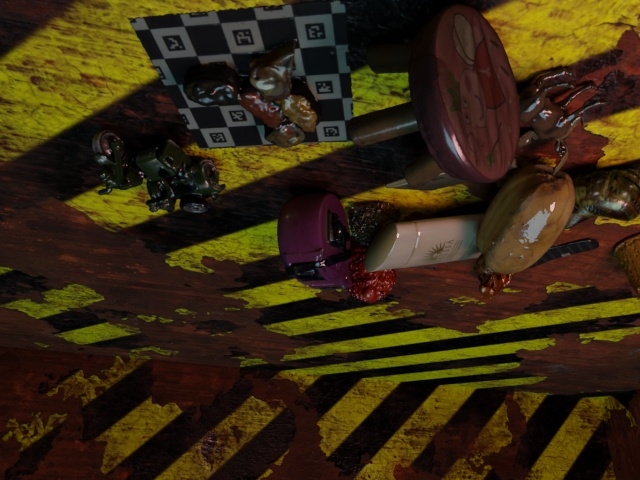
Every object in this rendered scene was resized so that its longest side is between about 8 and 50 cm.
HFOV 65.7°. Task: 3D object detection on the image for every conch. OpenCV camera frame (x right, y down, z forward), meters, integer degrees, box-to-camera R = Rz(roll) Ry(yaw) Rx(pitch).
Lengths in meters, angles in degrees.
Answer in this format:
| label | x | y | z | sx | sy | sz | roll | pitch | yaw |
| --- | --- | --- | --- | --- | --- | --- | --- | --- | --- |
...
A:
| label | x | y | z | sx | sy | sz | roll | pitch | yaw |
| --- | --- | --- | --- | --- | --- | --- | --- | --- | --- |
| conch | 0.629 | -0.098 | 1.126 | 0.182 | 0.124 | 0.187 | -8 | 180 | -3 |

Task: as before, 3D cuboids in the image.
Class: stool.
| label | x | y | z | sx | sy | sz | roll | pitch | yaw |
| --- | --- | --- | --- | --- | --- | --- | --- | --- | --- |
| stool | 0.188 | -0.217 | 0.805 | 0.179 | 0.272 | 0.272 | -5 | 154 | 45 |

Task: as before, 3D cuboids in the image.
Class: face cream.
| label | x | y | z | sx | sy | sz | roll | pitch | yaw |
| --- | --- | --- | --- | --- | --- | --- | --- | --- | --- |
| face cream | 0.292 | 0.003 | 1.275 | 0.349 | 0.081 | 0.173 | -6 | 144 | -18 |

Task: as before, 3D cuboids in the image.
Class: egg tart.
| label | x | y | z | sx | sy | sz | roll | pitch | yaw |
| --- | --- | --- | --- | --- | --- | --- | --- | --- | --- |
| egg tart | 0.944 | 0.074 | 1.385 | 0.203 | 0.147 | 0.202 | 2 | 154 | 1 |

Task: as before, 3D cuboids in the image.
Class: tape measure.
| label | x | y | z | sx | sy | sz | roll | pitch | yaw |
| --- | --- | --- | --- | --- | --- | --- | --- | --- | --- |
| tape measure | 0.000 | 0.000 | 1.238 | 0.149 | 0.231 | 0.245 | -5 | 168 | 23 |

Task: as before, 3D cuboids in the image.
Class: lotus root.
| label | x | y | z | sx | sy | sz | roll | pitch | yaw |
| --- | --- | --- | --- | --- | --- | --- | --- | --- | --- |
| lotus root | 0.457 | -0.027 | 1.146 | 0.152 | 0.169 | 0.342 | 0 | 138 | -13 |

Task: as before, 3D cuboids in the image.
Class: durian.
| label | x | y | z | sx | sy | sz | roll | pitch | yaw |
| --- | --- | --- | --- | --- | --- | --- | --- | --- | --- |
| durian | 0.133 | -0.037 | 1.300 | 0.148 | 0.091 | 0.188 | -17 | 145 | 31 |

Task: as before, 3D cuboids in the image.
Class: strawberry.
| label | x | y | z | sx | sy | sz | roll | pitch | yaw |
| --- | --- | --- | --- | --- | --- | --- | --- | --- | --- |
| strawberry | 0.139 | 0.105 | 1.463 | 0.184 | 0.201 | 0.186 | -25 | 126 | 12 |

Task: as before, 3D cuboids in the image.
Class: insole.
| label | x | y | z | sx | sy | sz | roll | pitch | yaw |
| --- | --- | --- | --- | --- | --- | --- | --- | --- | --- |
| insole | 0.677 | 0.051 | 1.504 | 0.310 | 0.012 | 0.110 | -21 | 143 | 37 |

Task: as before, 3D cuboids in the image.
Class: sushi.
| label | x | y | z | sx | sy | sz | roll | pitch | yaw |
| --- | --- | --- | --- | --- | --- | --- | --- | --- | --- |
| sushi | -0.120 | -0.263 | 0.928 | 0.359 | 0.064 | 0.343 | -1 | 151 | 8 |

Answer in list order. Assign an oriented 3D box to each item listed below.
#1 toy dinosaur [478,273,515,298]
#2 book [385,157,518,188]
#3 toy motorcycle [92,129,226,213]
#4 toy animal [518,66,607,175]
| label | x | y | z | sx | sy | sz | roll | pitch | yaw |
| --- | --- | --- | --- | --- | --- | --- | --- | --- | --- |
| toy dinosaur | 0.523 | 0.068 | 1.422 | 0.097 | 0.208 | 0.432 | 36 | -166 | 17 |
| book | 0.281 | -0.137 | 1.026 | 0.215 | 0.025 | 0.283 | -14 | 178 | 28 |
| toy motorcycle | -0.354 | -0.145 | 1.101 | 0.205 | 0.127 | 0.275 | -9 | 153 | 26 |
| toy animal | 0.437 | -0.226 | 0.941 | 0.214 | 0.093 | 0.186 | 17 | 139 | -26 |
